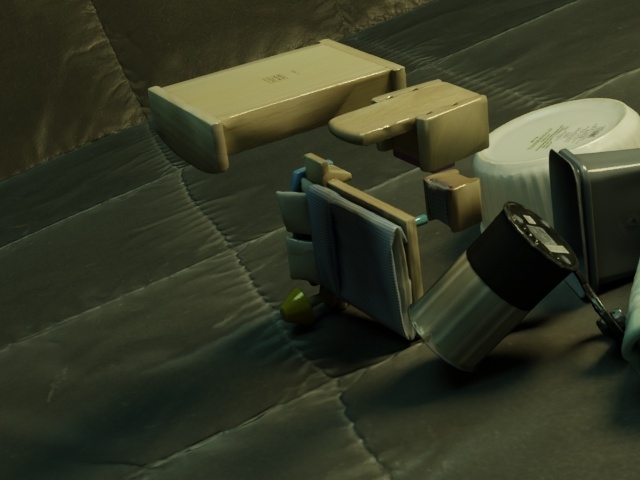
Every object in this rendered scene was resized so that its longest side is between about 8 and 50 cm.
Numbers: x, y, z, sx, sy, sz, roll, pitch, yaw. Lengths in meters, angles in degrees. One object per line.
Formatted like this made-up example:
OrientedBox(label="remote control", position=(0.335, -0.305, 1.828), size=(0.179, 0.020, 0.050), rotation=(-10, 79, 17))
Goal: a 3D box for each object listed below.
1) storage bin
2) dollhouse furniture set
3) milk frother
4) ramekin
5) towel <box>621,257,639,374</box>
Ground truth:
OrientedBox(label="storage bin", position=(0.274, -0.026, 1.075), size=(0.091, 0.135, 0.098), rotation=(-10, 20, -4))
OrientedBox(label="dollhouse furniture set", position=(0.000, 0.000, 1.062), size=(0.198, 0.303, 0.286), rotation=(-21, 29, -24))
OrientedBox(label="milk frother", position=(0.176, 0.066, 0.984), size=(0.134, 0.129, 0.143), rotation=(-50, 43, 23))
OrientedBox(label="ramekin", position=(0.261, -0.071, 1.216), size=(0.207, 0.109, 0.207), rotation=(-18, 20, 7))
OrientedBox(label="towel", position=(0.443, -0.023, 0.872), size=(0.375, 0.090, 0.320), rotation=(-3, 39, 32))
